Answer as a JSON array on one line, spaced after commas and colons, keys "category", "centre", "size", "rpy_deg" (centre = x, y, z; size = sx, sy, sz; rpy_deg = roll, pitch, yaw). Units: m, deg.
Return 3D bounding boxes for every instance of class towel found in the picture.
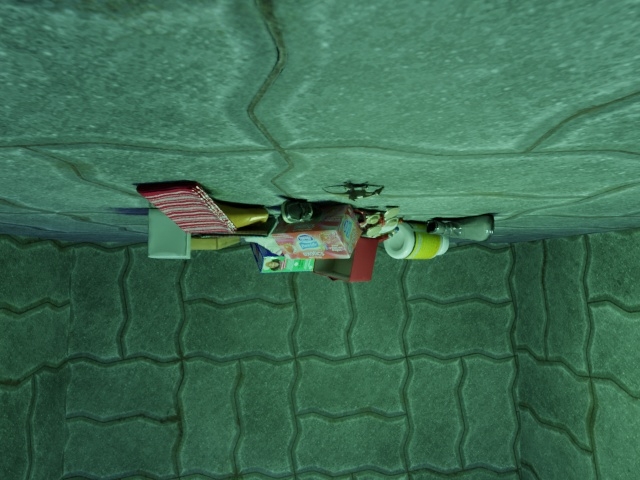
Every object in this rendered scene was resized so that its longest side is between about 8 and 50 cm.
[{"category": "towel", "centre": [-0.329, -0.055, 1.726], "size": [0.271, 0.040, 0.370], "rpy_deg": [0, -168, -1]}, {"category": "towel", "centre": [-0.396, -0.089, 1.261], "size": [0.198, 0.031, 0.275], "rpy_deg": [0, 153, 16]}]

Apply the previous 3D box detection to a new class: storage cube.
[{"category": "storage cube", "centre": [0.107, 0.063, 1.743], "size": [0.183, 0.215, 0.193], "rpy_deg": [12, -176, 34]}]

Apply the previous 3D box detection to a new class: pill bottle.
[{"category": "pill bottle", "centre": [0.504, 0.003, 2.154], "size": [0.333, 0.188, 0.188], "rpy_deg": [3, 175, -36]}]

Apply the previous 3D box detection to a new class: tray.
[{"category": "tray", "centre": [-0.631, -0.005, 2.463], "size": [0.202, 0.076, 0.411], "rpy_deg": [-1, -174, 6]}]

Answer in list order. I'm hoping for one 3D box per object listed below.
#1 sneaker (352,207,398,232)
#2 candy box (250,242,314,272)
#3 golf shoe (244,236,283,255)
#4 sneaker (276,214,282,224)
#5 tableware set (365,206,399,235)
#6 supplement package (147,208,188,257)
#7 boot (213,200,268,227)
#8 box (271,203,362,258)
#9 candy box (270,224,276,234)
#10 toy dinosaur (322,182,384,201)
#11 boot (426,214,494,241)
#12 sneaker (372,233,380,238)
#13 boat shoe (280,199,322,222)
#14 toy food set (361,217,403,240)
[{"category": "sneaker", "centre": [0.195, -0.078, 1.688], "size": [0.270, 0.090, 0.145], "rpy_deg": [3, 178, -3]}, {"category": "candy box", "centre": [-0.214, 0.056, 2.380], "size": [0.317, 0.122, 0.268], "rpy_deg": [-2, -145, -23]}, {"category": "golf shoe", "centre": [-0.261, 0.012, 2.207], "size": [0.306, 0.140, 0.115], "rpy_deg": [1, 178, 11]}, {"category": "sneaker", "centre": [-0.110, -0.047, 1.796], "size": [0.077, 0.178, 0.072], "rpy_deg": [-37, -175, 42]}, {"category": "tableware set", "centre": [0.243, -0.075, 1.637], "size": [0.141, 0.020, 0.169], "rpy_deg": [-20, 150, -3]}, {"category": "supplement package", "centre": [-0.619, -0.023, 1.726], "size": [0.149, 0.194, 0.203], "rpy_deg": [0, 176, -13]}, {"category": "boot", "centre": [-0.293, -0.094, 1.513], "size": [0.211, 0.104, 0.295], "rpy_deg": [-4, -178, -15]}, {"category": "box", "centre": [-0.014, -0.031, 1.596], "size": [0.299, 0.154, 0.142], "rpy_deg": [-2, 132, 35]}, {"category": "candy box", "centre": [-0.326, -0.063, 2.044], "size": [0.159, 0.071, 0.233], "rpy_deg": [-1, 175, 14]}, {"category": "toy dinosaur", "centre": [0.091, -0.130, 1.186], "size": [0.183, 0.053, 0.092], "rpy_deg": [-1, 177, 6]}, {"category": "boot", "centre": [0.627, -0.055, 1.915], "size": [0.222, 0.118, 0.338], "rpy_deg": [6, 171, -6]}, {"category": "sneaker", "centre": [0.312, -0.040, 2.281], "size": [0.069, 0.084, 0.185], "rpy_deg": [-2, 175, 29]}, {"category": "boat shoe", "centre": [-0.062, -0.104, 1.449], "size": [0.073, 0.080, 0.223], "rpy_deg": [-8, 179, 23]}, {"category": "toy food set", "centre": [0.274, -0.057, 1.899], "size": [0.232, 0.111, 0.104], "rpy_deg": [4, 162, -39]}]
